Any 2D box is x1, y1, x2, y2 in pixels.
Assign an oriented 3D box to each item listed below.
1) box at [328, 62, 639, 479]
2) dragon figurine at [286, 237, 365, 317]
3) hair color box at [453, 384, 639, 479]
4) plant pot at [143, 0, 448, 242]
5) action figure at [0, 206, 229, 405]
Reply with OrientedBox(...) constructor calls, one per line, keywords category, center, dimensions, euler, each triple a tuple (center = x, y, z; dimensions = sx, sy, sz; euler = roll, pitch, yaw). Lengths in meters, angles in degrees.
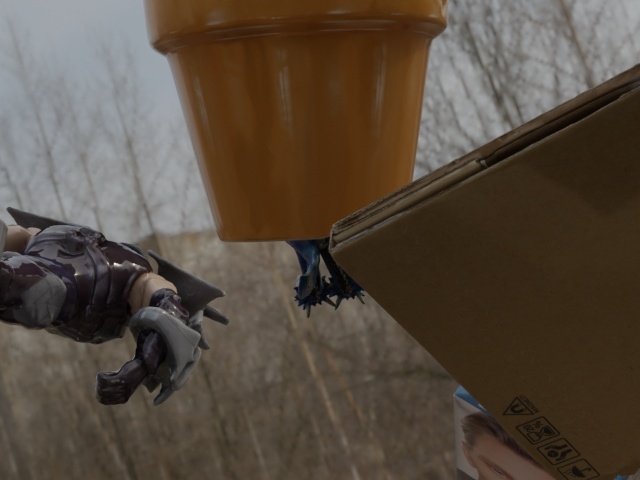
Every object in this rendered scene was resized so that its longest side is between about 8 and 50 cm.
OrientedBox(category="box", center=(0.128, 0.029, 0.552), dimensions=(0.164, 0.201, 0.021), euler=(-28, 31, 29))
OrientedBox(category="dragon figurine", center=(0.000, 0.000, 1.195), dimensions=(0.085, 0.144, 0.289), euler=(-24, -5, -6))
OrientedBox(category="hair color box", center=(0.233, 0.235, 1.255), dimensions=(0.105, 0.174, 0.347), euler=(-50, -26, -22))
OrientedBox(category="plant pot", center=(-0.011, -0.096, 0.837), dimensions=(0.205, 0.188, 0.205), euler=(-4, 3, 0))
OrientedBox(category="action figure", center=(-0.165, 0.028, 0.653), dimensions=(0.185, 0.099, 0.285), euler=(8, -2, 22))
